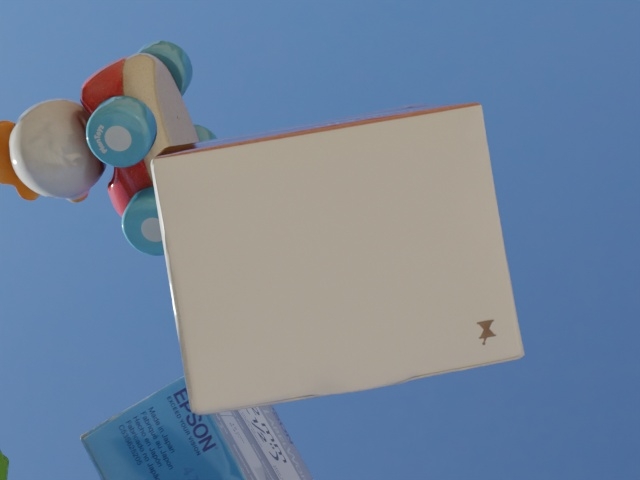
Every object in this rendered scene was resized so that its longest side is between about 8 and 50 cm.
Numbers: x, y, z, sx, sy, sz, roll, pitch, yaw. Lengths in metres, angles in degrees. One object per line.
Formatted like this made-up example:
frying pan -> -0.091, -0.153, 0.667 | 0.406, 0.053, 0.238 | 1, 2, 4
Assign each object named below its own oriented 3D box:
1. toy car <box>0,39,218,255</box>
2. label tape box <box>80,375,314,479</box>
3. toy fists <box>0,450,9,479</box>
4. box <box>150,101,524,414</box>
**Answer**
toy car -> -0.259, -0.090, 1.991 | 0.238, 0.210, 0.219 | -13, -156, 15
label tape box -> -0.050, 0.250, 1.519 | 0.115, 0.347, 0.249 | -32, -102, 10
toy fists -> -0.321, 0.136, 1.020 | 0.279, 0.142, 0.096 | 8, -97, -21
box -> 0.000, 0.000, 1.259 | 0.215, 0.168, 0.345 | -10, -175, -3
